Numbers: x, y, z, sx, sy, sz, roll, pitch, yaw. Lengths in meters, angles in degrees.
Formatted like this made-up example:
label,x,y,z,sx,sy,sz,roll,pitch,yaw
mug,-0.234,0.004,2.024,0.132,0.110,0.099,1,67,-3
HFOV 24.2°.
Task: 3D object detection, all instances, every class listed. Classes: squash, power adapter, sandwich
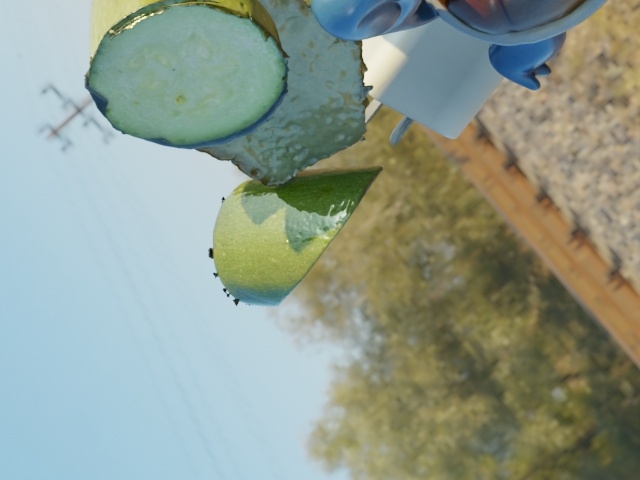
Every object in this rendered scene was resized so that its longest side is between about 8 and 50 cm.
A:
label,x,y,z,sx,sy,sz,roll,pitch,yaw
squash,0.000,0.000,1.936,0.260,0.189,0.189,-1,143,41
power adapter,0.150,-0.244,2.086,0.187,0.255,0.124,26,-155,-27
sandwich,-0.080,-0.223,1.839,0.325,0.262,0.131,23,-148,-24
squash,-0.137,-0.207,1.571,0.220,0.220,0.133,46,-145,-48

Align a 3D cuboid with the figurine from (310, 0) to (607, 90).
label,x,y,z,sx,sy,sz,roll,pitch,yaw
figurine,0.185,-0.299,1.342,0.298,0.416,0.243,61,-171,19
